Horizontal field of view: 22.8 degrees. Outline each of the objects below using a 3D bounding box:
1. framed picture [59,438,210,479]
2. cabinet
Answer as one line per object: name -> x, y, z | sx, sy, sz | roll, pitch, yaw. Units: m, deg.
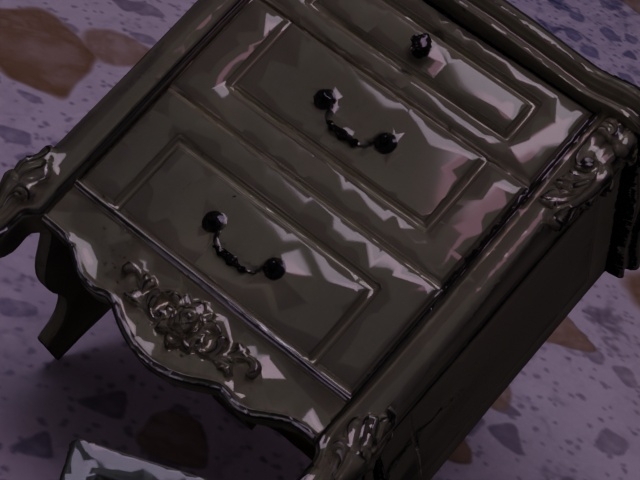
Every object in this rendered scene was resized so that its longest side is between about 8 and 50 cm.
framed picture -> -0.054, 0.265, 0.758 | 0.231, 0.018, 0.293 | 20, 65, -9
cabinet -> 0.000, 0.000, 0.994 | 0.290, 0.227, 0.318 | 38, 75, 19
